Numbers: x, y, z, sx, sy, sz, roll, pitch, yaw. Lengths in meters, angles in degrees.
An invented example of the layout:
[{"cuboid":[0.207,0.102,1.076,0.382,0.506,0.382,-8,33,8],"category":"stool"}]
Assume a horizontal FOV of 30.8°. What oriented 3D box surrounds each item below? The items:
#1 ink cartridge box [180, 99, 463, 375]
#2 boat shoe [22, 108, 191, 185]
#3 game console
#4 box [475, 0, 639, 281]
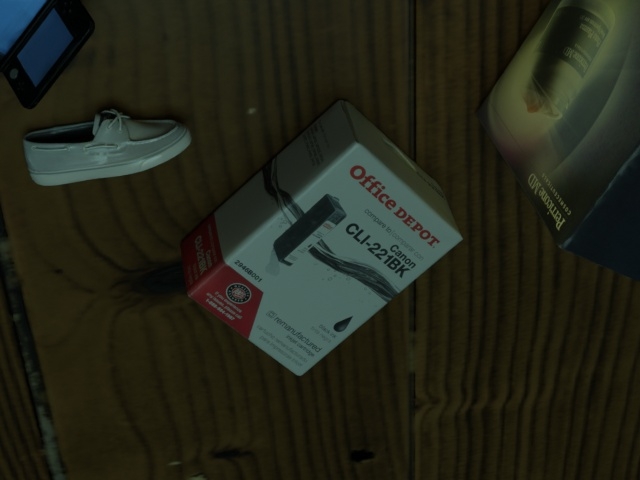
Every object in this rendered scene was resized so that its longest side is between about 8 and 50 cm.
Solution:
[{"cuboid":[0.000,0.000,1.374,0.273,0.114,0.197,-42,121,15],"category":"ink cartridge box"},{"cuboid":[-0.238,-0.112,1.286,0.184,0.066,0.063,-8,126,5],"category":"boat shoe"},{"cuboid":[-0.308,-0.216,1.194,0.122,0.107,0.071,-47,148,19],"category":"game console"},{"cuboid":[0.347,-0.153,1.236,0.183,0.296,0.294,20,117,-24],"category":"box"}]
